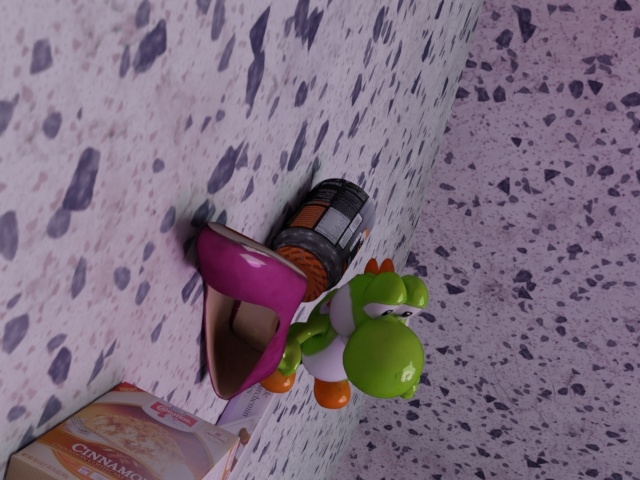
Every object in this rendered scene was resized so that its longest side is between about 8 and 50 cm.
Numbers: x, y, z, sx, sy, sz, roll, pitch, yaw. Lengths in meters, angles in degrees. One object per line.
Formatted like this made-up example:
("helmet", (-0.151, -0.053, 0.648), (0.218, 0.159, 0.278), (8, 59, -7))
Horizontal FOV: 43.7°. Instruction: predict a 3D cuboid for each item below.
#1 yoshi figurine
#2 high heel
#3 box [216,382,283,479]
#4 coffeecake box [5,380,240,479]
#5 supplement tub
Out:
("yoshi figurine", (0.039, 0.174, 1.176), (0.203, 0.203, 0.362), (-31, 171, -35))
("high heel", (-0.101, 0.104, 0.961), (0.181, 0.127, 0.377), (-59, 162, -10))
("box", (-0.132, 0.308, 1.302), (0.067, 0.063, 0.324), (96, 20, -57))
("coffeecake box", (-0.181, 0.220, 0.753), (0.185, 0.142, 0.068), (-32, 143, -70))
("supplement tub", (0.000, 0.000, 1.205), (0.190, 0.117, 0.117), (-55, 162, -44))
